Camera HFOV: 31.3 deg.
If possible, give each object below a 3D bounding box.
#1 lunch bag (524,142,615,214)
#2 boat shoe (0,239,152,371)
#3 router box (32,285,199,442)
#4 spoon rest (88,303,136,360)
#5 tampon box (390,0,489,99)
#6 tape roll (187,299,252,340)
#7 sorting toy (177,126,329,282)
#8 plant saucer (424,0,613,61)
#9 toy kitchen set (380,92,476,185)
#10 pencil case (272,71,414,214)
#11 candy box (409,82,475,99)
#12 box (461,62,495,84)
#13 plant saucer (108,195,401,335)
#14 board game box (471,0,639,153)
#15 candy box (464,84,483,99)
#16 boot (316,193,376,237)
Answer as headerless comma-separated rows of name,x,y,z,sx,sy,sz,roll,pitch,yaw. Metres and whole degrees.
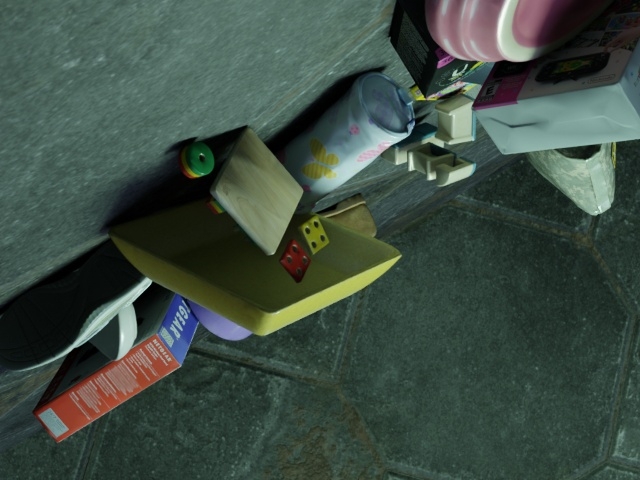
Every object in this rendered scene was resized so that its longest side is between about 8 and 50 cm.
lunch bag,0.498,-0.210,2.288,0.168,0.287,0.235,-30,149,2
boat shoe,-0.382,0.102,1.832,0.320,0.118,0.103,-38,167,6
router box,-0.391,0.224,2.281,0.301,0.082,0.335,-32,-166,12
spoon rest,-0.401,0.155,2.132,0.084,0.137,0.276,-7,177,-19
tampon box,0.171,-0.277,1.507,0.120,0.101,0.161,-31,172,-5
tape roll,-0.178,0.102,2.333,0.080,0.189,0.189,-37,170,36
sorting toy,-0.094,-0.059,1.611,0.046,0.274,0.132,-17,-144,39
plant saucer,0.267,-0.323,1.279,0.332,0.084,0.332,-34,155,-18
toy kitchen set,0.221,-0.216,2.149,0.122,0.166,0.207,-21,-147,-30
pencil case,0.024,-0.147,1.766,0.273,0.113,0.124,-37,-170,40
candy box,0.238,-0.284,2.015,0.105,0.027,0.206,-36,171,25
box,0.293,-0.287,1.716,0.183,0.059,0.233,8,171,-2
plant saucer,-0.099,0.035,1.752,0.332,0.332,0.081,-22,127,-49
board game box,0.352,-0.258,1.442,0.224,0.097,0.303,-3,-133,47
candy box,0.351,-0.314,2.166,0.109,0.053,0.186,-25,172,-41
boot,0.000,0.000,2.647,0.305,0.115,0.112,-26,173,-25
